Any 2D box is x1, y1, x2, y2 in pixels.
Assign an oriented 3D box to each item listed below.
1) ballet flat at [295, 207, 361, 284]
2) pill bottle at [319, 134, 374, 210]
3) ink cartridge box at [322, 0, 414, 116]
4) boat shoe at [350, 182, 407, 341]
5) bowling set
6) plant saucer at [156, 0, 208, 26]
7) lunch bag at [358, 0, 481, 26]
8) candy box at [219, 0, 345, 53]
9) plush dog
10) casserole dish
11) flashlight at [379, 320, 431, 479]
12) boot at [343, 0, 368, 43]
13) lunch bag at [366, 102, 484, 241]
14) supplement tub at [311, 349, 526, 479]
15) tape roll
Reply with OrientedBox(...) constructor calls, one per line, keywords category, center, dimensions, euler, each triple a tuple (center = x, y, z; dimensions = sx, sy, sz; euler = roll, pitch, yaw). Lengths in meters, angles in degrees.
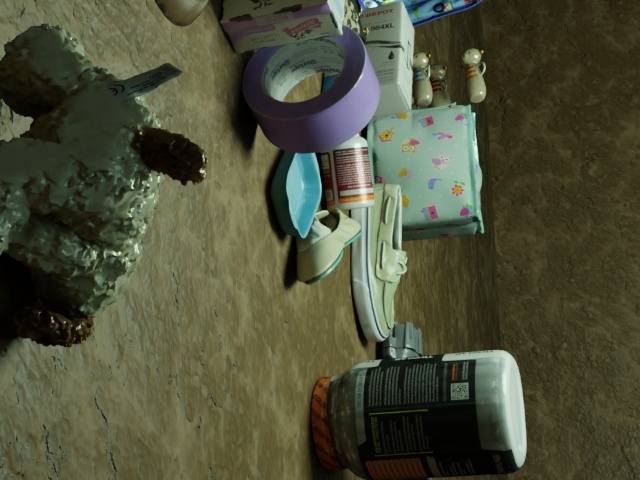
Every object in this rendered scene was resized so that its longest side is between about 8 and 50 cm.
OrientedBox(category="ballet flat", center=(0.000, 0.000, 1.889), dimensions=(0.248, 0.086, 0.086), euler=(-48, 129, -70))
OrientedBox(category="pill bottle", center=(0.044, -0.129, 2.037), dimensions=(0.086, 0.086, 0.152), euler=(-13, 97, -73))
OrientedBox(category="ink cartridge box", center=(0.089, -0.327, 2.150), dimensions=(0.086, 0.148, 0.203), euler=(58, 29, -51))
OrientedBox(category="boat shoe", center=(0.112, 0.036, 2.184), dimensions=(0.109, 0.094, 0.302), euler=(20, 65, -71))
OrientedBox(category="bowling set", center=(0.196, -0.327, 2.470), dimensions=(0.199, 0.287, 0.154), euler=(19, 53, -34))
OrientedBox(category="plant saucer", center=(-0.177, -0.374, 1.498), dimensions=(0.198, 0.036, 0.199), euler=(-6, 90, -72))
OrientedBox(category="lunch bag", center=(0.235, -0.544, 2.458), dimensions=(0.221, 0.293, 0.138), euler=(-75, 153, -50))
OrientedBox(category="candy box", center=(-0.048, -0.375, 1.696), dimensions=(0.070, 0.164, 0.196), euler=(61, 28, -50))
OrientedBox(category="plush dog", center=(-0.211, -0.031, 1.056), dimensions=(0.225, 0.210, 0.262), euler=(105, -3, -51))
OrientedBox(category="casserole dish", center=(-0.040, -0.081, 1.834), dimensions=(0.188, 0.037, 0.114), euler=(-70, 149, -54))
OrientedBox(category="flashlight", center=(0.161, 0.311, 2.239), dimensions=(0.103, 0.103, 0.304), euler=(107, -12, -59))
OrientedBox(category="boot", center=(0.023, -0.457, 1.999), dimensions=(0.377, 0.138, 0.284), euler=(18, 65, -67))
OrientedBox(category="lunch bag", center=(0.207, -0.141, 2.339), dimensions=(0.160, 0.223, 0.262), euler=(53, 32, -69))
OrientedBox(category="supplement tub", center=(0.157, 0.280, 1.862), dimensions=(0.193, 0.316, 0.194), euler=(-6, 90, -74))
OrientedBox(category="tape roll", center=(-0.013, -0.224, 1.711), dimensions=(0.080, 0.189, 0.189), euler=(63, 27, -51))
